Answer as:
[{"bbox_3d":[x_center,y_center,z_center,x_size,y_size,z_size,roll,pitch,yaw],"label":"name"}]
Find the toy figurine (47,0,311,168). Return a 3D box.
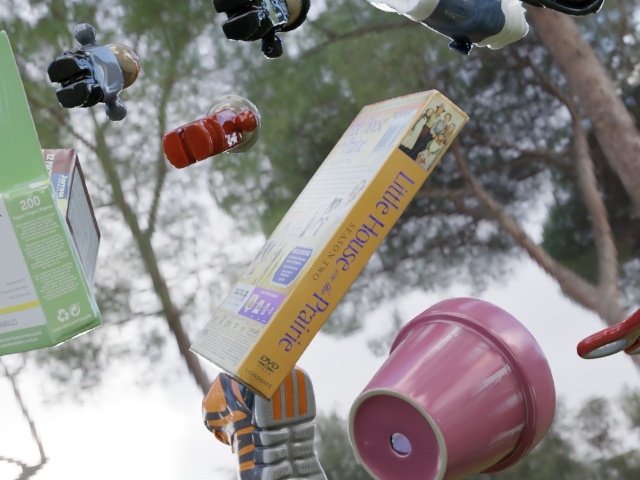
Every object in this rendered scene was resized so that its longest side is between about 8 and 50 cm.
[{"bbox_3d":[-0.134,-0.192,1.294,0.213,0.209,0.148,-69,-12,21],"label":"toy figurine"}]

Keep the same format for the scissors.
[{"bbox_3d":[0.334,0.061,1.291,0.109,0.021,0.297,-6,-22,-13],"label":"scissors"}]

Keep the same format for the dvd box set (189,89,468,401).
[{"bbox_3d":[0.000,0.000,1.717,0.420,0.062,0.307,-55,14,-9],"label":"dvd box set"}]

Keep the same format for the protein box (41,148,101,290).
[{"bbox_3d":[-0.429,-0.013,1.889,0.199,0.136,0.201,-1,-37,2],"label":"protein box"}]

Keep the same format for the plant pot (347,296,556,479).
[{"bbox_3d":[0.133,0.186,1.490,0.180,0.201,0.201,-28,-14,-48],"label":"plant pot"}]

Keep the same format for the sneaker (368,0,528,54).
[{"bbox_3d":[0.212,-0.399,2.195,0.236,0.323,0.130,16,-71,-24],"label":"sneaker"}]

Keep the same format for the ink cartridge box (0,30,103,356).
[{"bbox_3d":[-0.270,-0.027,1.056,0.056,0.235,0.171,-24,8,-43],"label":"ink cartridge box"}]

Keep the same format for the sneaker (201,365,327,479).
[{"bbox_3d":[-0.083,0.314,1.910,0.124,0.321,0.180,-1,5,-34],"label":"sneaker"}]

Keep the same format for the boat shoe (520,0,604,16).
[{"bbox_3d":[0.148,-0.322,1.293,0.340,0.113,0.127,37,-61,-21],"label":"boat shoe"}]
